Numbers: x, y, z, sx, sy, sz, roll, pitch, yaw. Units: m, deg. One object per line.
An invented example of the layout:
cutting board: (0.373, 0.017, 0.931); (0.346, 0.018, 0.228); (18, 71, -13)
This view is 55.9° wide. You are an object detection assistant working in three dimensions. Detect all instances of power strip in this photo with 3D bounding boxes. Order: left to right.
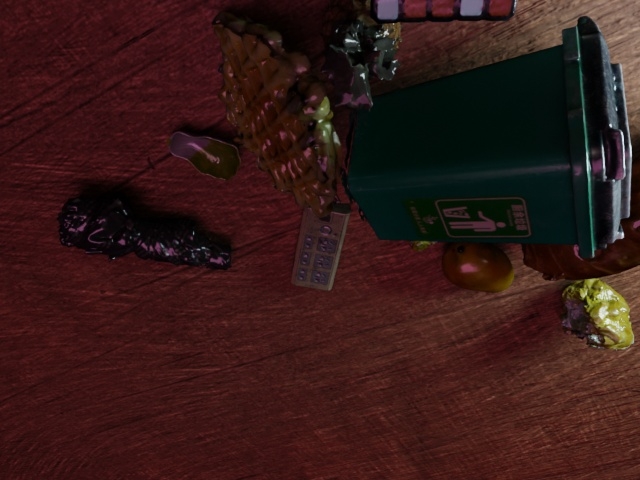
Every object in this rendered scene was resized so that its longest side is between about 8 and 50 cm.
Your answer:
power strip: (0.000, 0.000, 1.217); (0.092, 0.034, 0.267); (11, 131, -2)

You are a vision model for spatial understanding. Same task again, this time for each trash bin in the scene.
trash bin: (0.247, -0.142, 0.908); (0.381, 0.295, 0.259); (-3, 149, 23)

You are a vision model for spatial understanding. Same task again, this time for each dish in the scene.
dish: (-0.208, -0.167, 1.097); (0.137, 0.039, 0.091); (21, 136, -7)

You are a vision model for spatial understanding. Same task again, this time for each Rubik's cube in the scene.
Rubik's cube: (0.156, -0.395, 0.765); (0.182, 0.184, 0.187); (1, 132, 5)

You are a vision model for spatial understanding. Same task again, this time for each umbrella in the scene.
umbrella: (-0.338, -0.019, 1.194); (0.337, 0.128, 0.154); (8, 147, -8)

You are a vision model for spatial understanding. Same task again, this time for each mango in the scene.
mango: (0.317, 0.051, 1.193); (0.163, 0.089, 0.111); (11, 143, -16)

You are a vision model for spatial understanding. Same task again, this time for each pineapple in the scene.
pineapple: (0.054, -0.267, 0.843); (0.128, 0.248, 0.128); (3, 127, 3)

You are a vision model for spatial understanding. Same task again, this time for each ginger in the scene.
ginger: (0.533, -0.060, 1.009); (0.418, 0.254, 0.176); (-39, 76, 48)

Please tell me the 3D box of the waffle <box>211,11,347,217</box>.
waffle: (-0.066, -0.192, 0.940); (0.073, 0.297, 0.317); (-33, 144, -19)

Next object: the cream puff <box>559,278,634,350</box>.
cream puff: (0.561, 0.147, 1.217); (0.121, 0.156, 0.156); (-10, 130, -3)

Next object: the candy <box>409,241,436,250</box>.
candy: (0.238, -0.002, 1.194); (0.123, 0.035, 0.035); (-7, 135, 3)
